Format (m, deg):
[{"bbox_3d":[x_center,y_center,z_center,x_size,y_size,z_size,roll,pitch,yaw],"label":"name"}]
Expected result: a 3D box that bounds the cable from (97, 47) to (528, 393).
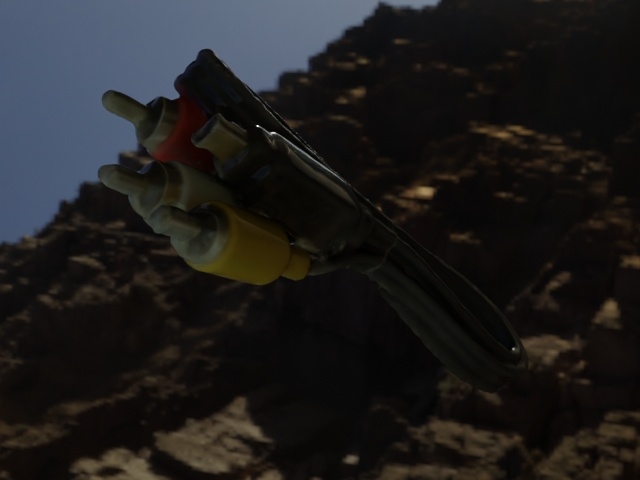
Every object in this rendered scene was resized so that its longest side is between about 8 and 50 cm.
[{"bbox_3d":[0.000,0.000,0.621,0.287,0.072,0.139,36,-159,-43],"label":"cable"}]
